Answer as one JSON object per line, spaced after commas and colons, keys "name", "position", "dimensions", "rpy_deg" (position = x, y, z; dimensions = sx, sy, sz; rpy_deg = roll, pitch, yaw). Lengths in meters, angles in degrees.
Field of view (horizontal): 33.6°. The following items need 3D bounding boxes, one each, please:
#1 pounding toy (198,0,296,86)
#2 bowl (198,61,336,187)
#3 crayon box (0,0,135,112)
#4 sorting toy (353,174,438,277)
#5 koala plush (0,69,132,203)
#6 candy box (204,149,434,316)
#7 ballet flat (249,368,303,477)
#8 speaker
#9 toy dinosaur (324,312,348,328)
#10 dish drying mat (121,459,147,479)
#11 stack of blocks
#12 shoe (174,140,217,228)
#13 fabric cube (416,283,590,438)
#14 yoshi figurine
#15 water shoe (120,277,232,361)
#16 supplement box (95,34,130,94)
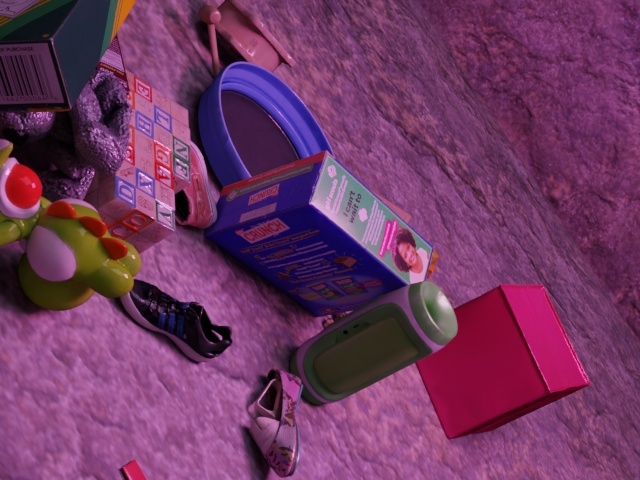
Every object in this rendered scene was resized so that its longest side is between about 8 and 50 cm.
{"name": "pounding toy", "position": [-0.190, -0.416, 2.256], "dimensions": [0.269, 0.155, 0.154], "rpy_deg": [44, 1, -44]}
{"name": "bowl", "position": [-0.098, -0.175, 2.146], "dimensions": [0.391, 0.077, 0.391], "rpy_deg": [40, 34, -35]}
{"name": "crayon box", "position": [-0.458, -0.284, 1.379], "dimensions": [0.313, 0.363, 0.106], "rpy_deg": [-79, 166, -51]}
{"name": "sorting toy", "position": [0.111, -0.049, 2.112], "dimensions": [0.307, 0.041, 0.229], "rpy_deg": [33, 25, 5]}
{"name": "koala plush", "position": [-0.409, -0.189, 1.545], "dimensions": [0.221, 0.196, 0.203], "rpy_deg": [24, 52, -30]}
{"name": "candy box", "position": [0.000, 0.000, 1.917], "dimensions": [0.317, 0.268, 0.122], "rpy_deg": [38, 53, -35]}
{"name": "ballet flat", "position": [-0.075, 0.295, 1.747], "dimensions": [0.079, 0.077, 0.221], "rpy_deg": [28, 32, -16]}
{"name": "speaker", "position": [0.090, 0.183, 1.869], "dimensions": [0.131, 0.297, 0.131], "rpy_deg": [40, 33, -33]}
{"name": "toy dinosaur", "position": [0.043, 0.160, 2.103], "dimensions": [0.092, 0.053, 0.183], "rpy_deg": [20, 52, -72]}
{"name": "dish drying mat", "position": [-0.246, 0.346, 1.470], "dimensions": [0.083, 0.008, 0.032], "rpy_deg": [59, 27, 3]}
{"name": "stack of blocks", "position": [-0.304, -0.129, 1.760], "dimensions": [0.171, 0.087, 0.297], "rpy_deg": [33, 37, -41]}
{"name": "shoe", "position": [-0.241, -0.106, 1.865], "dimensions": [0.081, 0.063, 0.178], "rpy_deg": [4, 63, -63]}
{"name": "fabric cube", "position": [0.389, 0.261, 2.328], "dimensions": [0.259, 0.258, 0.254], "rpy_deg": [6, 56, -57]}
{"name": "yoshi figurine", "position": [-0.423, -0.014, 1.421], "dimensions": [0.362, 0.203, 0.203], "rpy_deg": [33, -6, -16]}
{"name": "water shoe", "position": [-0.222, 0.112, 1.664], "dimensions": [0.203, 0.080, 0.073], "rpy_deg": [40, 32, -31]}
{"name": "supplement box", "position": [-0.400, -0.316, 1.744], "dimensions": [0.073, 0.130, 0.239], "rpy_deg": [19, 48, -51]}
